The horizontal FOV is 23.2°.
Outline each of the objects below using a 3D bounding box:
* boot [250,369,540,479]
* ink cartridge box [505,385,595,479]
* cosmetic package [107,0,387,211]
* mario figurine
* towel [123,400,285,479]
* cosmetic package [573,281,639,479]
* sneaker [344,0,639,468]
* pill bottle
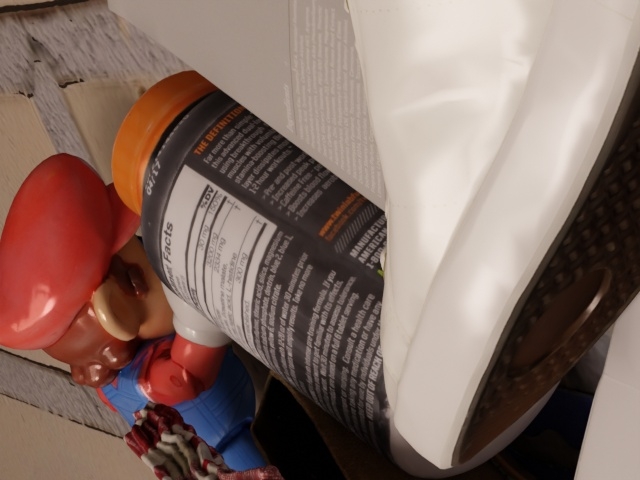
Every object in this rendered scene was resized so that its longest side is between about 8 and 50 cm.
[{"bbox_3d":[0.067,0.156,0.737,0.305,0.115,0.112,46,122,45],"label":"boot"},{"bbox_3d":[0.144,0.230,0.828,0.324,0.071,0.330,8,126,56],"label":"ink cartridge box"},{"bbox_3d":[0.024,-0.104,0.623,0.238,0.127,0.107,38,147,30],"label":"cosmetic package"},{"bbox_3d":[-0.077,0.070,1.016,0.198,0.170,0.320,-25,110,26],"label":"mario figurine"},{"bbox_3d":[0.006,0.183,0.787,0.237,0.037,0.329,47,170,-10],"label":"towel"},{"bbox_3d":[0.231,0.129,0.415,0.377,0.097,0.284,23,102,49],"label":"cosmetic package"},{"bbox_3d":[0.052,-0.061,0.444,0.123,0.106,0.290,38,137,26],"label":"sneaker"},{"bbox_3d":[0.000,0.000,0.762,0.245,0.130,0.130,35,144,38],"label":"pill bottle"}]
